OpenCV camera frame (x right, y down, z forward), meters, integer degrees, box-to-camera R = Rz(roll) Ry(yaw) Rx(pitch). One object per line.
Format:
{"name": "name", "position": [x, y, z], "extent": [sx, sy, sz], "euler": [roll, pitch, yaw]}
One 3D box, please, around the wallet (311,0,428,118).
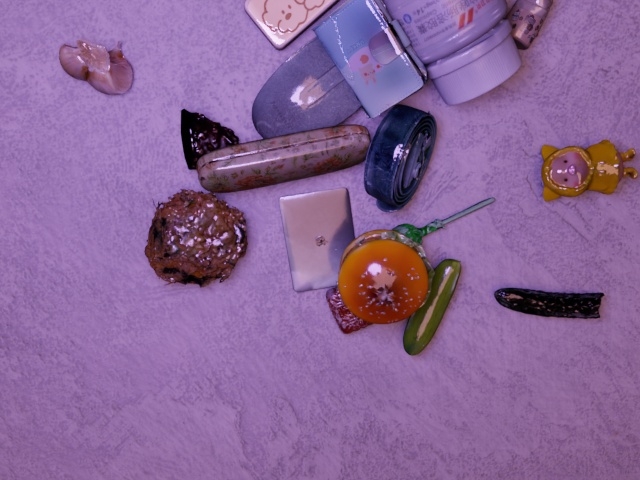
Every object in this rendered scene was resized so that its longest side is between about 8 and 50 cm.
{"name": "wallet", "position": [0.116, -0.423, 1.274], "extent": [0.176, 0.075, 0.250], "euler": [-27, 105, 33]}

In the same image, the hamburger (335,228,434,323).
{"name": "hamburger", "position": [0.157, 0.095, 1.377], "extent": [0.246, 0.170, 0.245], "euler": [1, 109, 4]}

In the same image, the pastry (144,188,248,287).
{"name": "pastry", "position": [-0.313, 0.003, 1.402], "extent": [0.275, 0.193, 0.274], "euler": [-1, 100, -3]}

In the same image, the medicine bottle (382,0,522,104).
{"name": "medicine bottle", "position": [0.311, -0.498, 1.298], "extent": [0.245, 0.245, 0.306], "euler": [-33, 110, 4]}

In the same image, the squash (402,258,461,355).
{"name": "squash", "position": [0.302, 0.178, 1.522], "extent": [0.082, 0.082, 0.292], "euler": [22, 98, -7]}

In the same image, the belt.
{"name": "belt", "position": [0.190, -0.198, 1.377], "extent": [0.116, 0.206, 0.267], "euler": [25, 108, 26]}

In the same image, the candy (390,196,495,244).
{"name": "candy", "position": [0.320, -0.046, 1.488], "extent": [0.324, 0.097, 0.097], "euler": [-25, 102, -5]}

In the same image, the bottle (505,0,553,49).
{"name": "bottle", "position": [0.511, -0.555, 1.371], "extent": [0.099, 0.099, 0.152], "euler": [28, 101, -8]}

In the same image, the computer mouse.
{"name": "computer mouse", "position": [-0.002, -0.373, 1.377], "extent": [0.374, 0.114, 0.203], "euler": [-39, 101, 5]}

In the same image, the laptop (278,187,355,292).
{"name": "laptop", "position": [0.000, 0.000, 1.505], "extent": [0.188, 0.015, 0.268], "euler": [-9, 102, -1]}

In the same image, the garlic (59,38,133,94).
{"name": "garlic", "position": [-0.545, -0.428, 1.359], "extent": [0.175, 0.099, 0.124], "euler": [21, 119, -2]}

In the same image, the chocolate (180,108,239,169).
{"name": "chocolate", "position": [-0.271, -0.249, 1.397], "extent": [0.133, 0.156, 0.156], "euler": [-7, 103, -23]}

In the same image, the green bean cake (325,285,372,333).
{"name": "green bean cake", "position": [0.094, 0.176, 1.520], "extent": [0.135, 0.056, 0.135], "euler": [-22, 108, 5]}

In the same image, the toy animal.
{"name": "toy animal", "position": [0.688, -0.184, 1.441], "extent": [0.230, 0.156, 0.156], "euler": [-3, 102, 9]}

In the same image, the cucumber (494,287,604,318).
{"name": "cucumber", "position": [0.626, 0.172, 1.539], "extent": [0.304, 0.072, 0.081], "euler": [3, 104, -2]}

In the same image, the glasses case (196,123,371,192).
{"name": "glasses case", "position": [-0.084, -0.196, 1.351], "extent": [0.426, 0.156, 0.098], "euler": [-12, 79, -5]}

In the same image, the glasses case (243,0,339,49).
{"name": "glasses case", "position": [-0.018, -0.618, 1.343], "extent": [0.336, 0.076, 0.144], "euler": [-41, 100, 6]}
